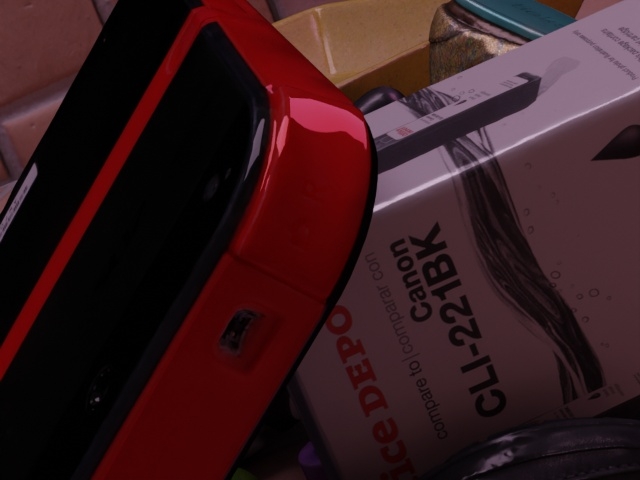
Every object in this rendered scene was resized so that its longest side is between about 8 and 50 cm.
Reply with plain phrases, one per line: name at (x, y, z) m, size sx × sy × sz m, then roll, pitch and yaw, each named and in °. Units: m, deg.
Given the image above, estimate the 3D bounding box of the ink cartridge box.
ink cartridge box at (0.108, 0.019, 0.859) m, size 0.273 × 0.197 × 0.114 m, roll -24°, pitch 25°, yaw -3°

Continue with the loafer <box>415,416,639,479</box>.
loafer at (0.058, 0.143, 0.782) m, size 0.223 × 0.076 × 0.078 m, roll -18°, pitch 47°, yaw -8°

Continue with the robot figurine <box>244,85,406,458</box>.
robot figurine at (-0.030, 0.024, 1.125) m, size 0.278 × 0.209 × 0.173 m, roll -40°, pitch 54°, yaw 3°

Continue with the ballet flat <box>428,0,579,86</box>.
ballet flat at (0.200, -0.053, 1.036) m, size 0.123 × 0.123 × 0.348 m, roll -31°, pitch 43°, yaw -34°

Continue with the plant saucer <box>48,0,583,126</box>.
plant saucer at (0.008, -0.122, 1.394) m, size 0.333 × 0.081 × 0.333 m, roll -29°, pitch 18°, yaw -39°

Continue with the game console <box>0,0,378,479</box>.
game console at (-0.122, 0.064, 0.836) m, size 0.386 × 0.060 × 0.342 m, roll -59°, pitch 23°, yaw 11°

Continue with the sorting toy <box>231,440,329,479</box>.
sorting toy at (-0.131, 0.135, 1.019) m, size 0.365 × 0.126 × 0.127 m, roll -21°, pitch 12°, yaw 16°
